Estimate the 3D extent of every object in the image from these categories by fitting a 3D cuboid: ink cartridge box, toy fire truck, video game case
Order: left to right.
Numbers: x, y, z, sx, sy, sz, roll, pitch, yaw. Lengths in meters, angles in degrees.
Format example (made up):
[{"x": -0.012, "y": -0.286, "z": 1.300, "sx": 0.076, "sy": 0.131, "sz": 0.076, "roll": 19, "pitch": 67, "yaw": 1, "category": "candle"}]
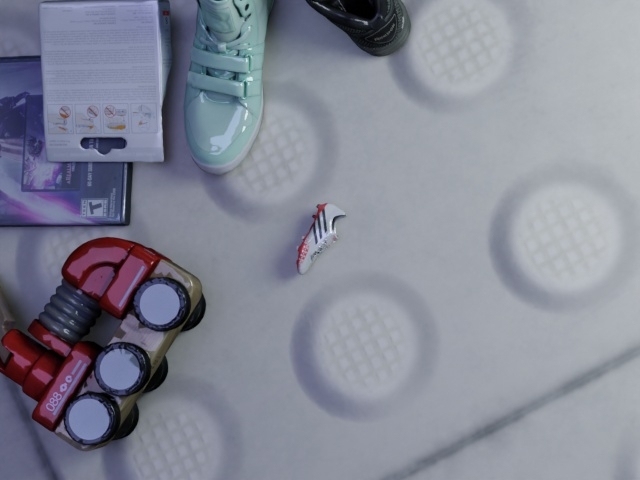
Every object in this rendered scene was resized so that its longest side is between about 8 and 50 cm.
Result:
[{"x": -0.343, "y": -0.112, "z": 1.980, "sx": 0.274, "sy": 0.026, "sz": 0.196, "roll": 0, "pitch": 82, "yaw": 14, "category": "video game case"}, {"x": -0.273, "y": 0.079, "z": 1.884, "sx": 0.246, "sy": 0.158, "sz": 0.217, "roll": 32, "pitch": 92, "yaw": 7, "category": "toy fire truck"}, {"x": -0.236, "y": -0.178, "z": 1.937, "sx": 0.145, "sy": 0.045, "sz": 0.179, "roll": 1, "pitch": 100, "yaw": 15, "category": "ink cartridge box"}]

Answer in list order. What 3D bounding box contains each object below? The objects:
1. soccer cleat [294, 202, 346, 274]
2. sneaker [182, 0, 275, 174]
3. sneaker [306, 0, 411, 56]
[{"x": 0.000, "y": 0.000, "z": 1.867, "sx": 0.036, "sy": 0.029, "sz": 0.083, "roll": 21, "pitch": 83, "yaw": 21, "category": "soccer cleat"}, {"x": -0.114, "y": -0.204, "z": 1.864, "sx": 0.094, "sy": 0.151, "sz": 0.255, "roll": 8, "pitch": 85, "yaw": 15, "category": "sneaker"}, {"x": 0.004, "y": -0.303, "z": 1.859, "sx": 0.087, "sy": 0.130, "sz": 0.227, "roll": -37, "pitch": 72, "yaw": 6, "category": "sneaker"}]
